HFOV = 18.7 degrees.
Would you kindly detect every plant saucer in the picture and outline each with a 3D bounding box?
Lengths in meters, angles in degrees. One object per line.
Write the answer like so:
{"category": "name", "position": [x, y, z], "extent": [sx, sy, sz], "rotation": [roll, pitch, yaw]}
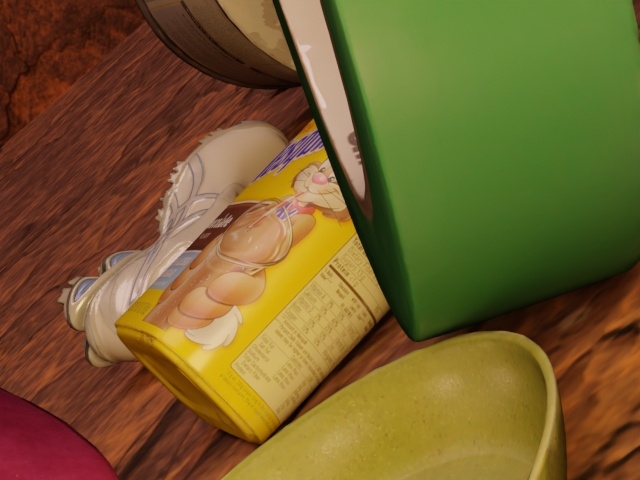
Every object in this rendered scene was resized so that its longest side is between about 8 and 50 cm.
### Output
{"category": "plant saucer", "position": [-0.018, 0.121, 0.532], "extent": [0.241, 0.037, 0.241], "rotation": [-41, 12, 11]}

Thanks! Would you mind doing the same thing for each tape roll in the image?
{"category": "tape roll", "position": [0.013, -0.131, 0.619], "extent": [0.077, 0.321, 0.321], "rotation": [-18, 13, -2]}

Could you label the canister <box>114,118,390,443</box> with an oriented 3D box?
{"category": "canister", "position": [0.000, 0.000, 0.813], "extent": [0.170, 0.073, 0.126], "rotation": [-46, 13, -11]}

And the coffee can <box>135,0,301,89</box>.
{"category": "coffee can", "position": [-0.004, -0.191, 1.180], "extent": [0.201, 0.201, 0.275], "rotation": [-44, 13, -6]}

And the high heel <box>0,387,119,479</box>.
{"category": "high heel", "position": [-0.162, 0.112, 0.964], "extent": [0.181, 0.127, 0.377], "rotation": [-12, 11, 3]}

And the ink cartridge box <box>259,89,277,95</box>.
{"category": "ink cartridge box", "position": [0.014, -0.184, 1.429], "extent": [0.104, 0.061, 0.181], "rotation": [-50, 15, -33]}

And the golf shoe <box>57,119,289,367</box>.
{"category": "golf shoe", "position": [-0.056, 0.004, 1.044], "extent": [0.086, 0.069, 0.176], "rotation": [4, 47, 46]}
